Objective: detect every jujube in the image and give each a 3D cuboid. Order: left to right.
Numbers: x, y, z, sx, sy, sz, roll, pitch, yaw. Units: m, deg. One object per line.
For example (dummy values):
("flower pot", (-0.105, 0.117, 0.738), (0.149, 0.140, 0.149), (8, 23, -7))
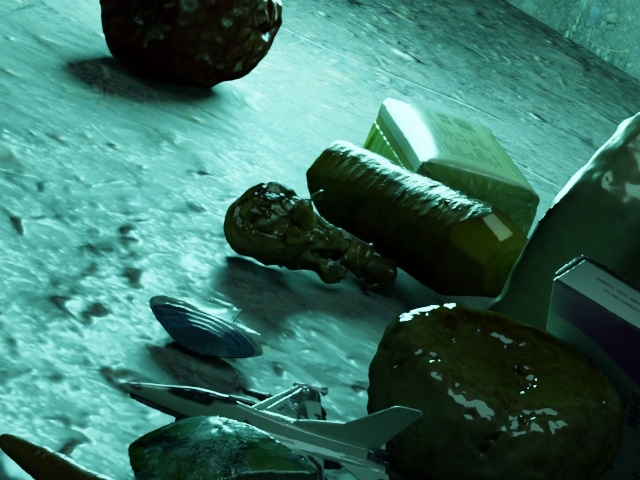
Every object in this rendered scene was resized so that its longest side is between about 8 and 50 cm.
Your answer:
("jujube", (-0.170, -0.308, 2.425), (0.213, 0.213, 0.232), (30, 17, 23))

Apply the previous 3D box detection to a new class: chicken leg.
("chicken leg", (-0.002, 0.000, 1.891), (0.207, 0.101, 0.085), (22, 58, -28))

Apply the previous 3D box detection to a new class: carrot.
("carrot", (-0.146, 0.180, 1.252), (0.216, 0.048, 0.048), (24, 16, 26))
("carrot", (0.104, -0.018, 1.995), (0.114, 0.114, 0.302), (7, 15, -41))

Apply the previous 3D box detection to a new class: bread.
("bread", (0.141, 0.150, 1.550), (0.230, 0.123, 0.230), (16, 26, -8))

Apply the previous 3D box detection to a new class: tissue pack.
("tissue pack", (0.148, -0.069, 2.212), (0.159, 0.125, 0.234), (16, 19, -17))

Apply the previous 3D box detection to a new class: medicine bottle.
("medicine bottle", (0.272, 0.135, 1.628), (0.052, 0.201, 0.171), (-27, 48, -34))

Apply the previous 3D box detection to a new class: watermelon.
("watermelon", (-0.092, 0.168, 1.313), (0.101, 0.080, 0.155), (-14, 36, -34))

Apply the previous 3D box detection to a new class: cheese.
("cheese", (0.294, 0.013, 1.861), (0.115, 0.318, 0.326), (36, 61, 16))

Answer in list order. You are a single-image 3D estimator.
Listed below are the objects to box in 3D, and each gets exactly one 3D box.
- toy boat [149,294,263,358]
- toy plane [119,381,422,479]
("toy boat", (-0.106, 0.065, 1.647), (0.105, 0.034, 0.149), (19, 18, -18))
("toy plane", (-0.042, 0.153, 1.420), (0.234, 0.082, 0.160), (6, 29, -5))
